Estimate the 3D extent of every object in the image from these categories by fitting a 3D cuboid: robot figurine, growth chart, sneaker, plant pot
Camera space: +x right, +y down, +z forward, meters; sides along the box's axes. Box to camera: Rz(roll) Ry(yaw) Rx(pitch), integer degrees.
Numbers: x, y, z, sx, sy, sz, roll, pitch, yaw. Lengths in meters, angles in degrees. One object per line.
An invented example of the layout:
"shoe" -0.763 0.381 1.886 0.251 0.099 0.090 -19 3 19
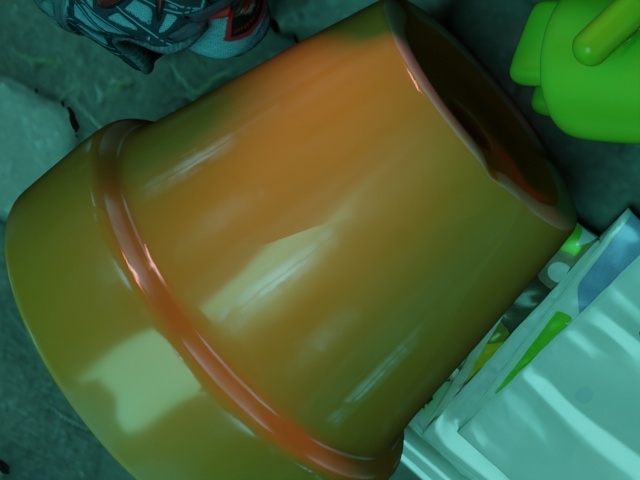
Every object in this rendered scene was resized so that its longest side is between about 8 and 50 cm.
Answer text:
"robot figurine" 0.137 -0.072 0.739 0.115 0.067 0.101 8 154 36
"growth chart" 0.134 0.069 0.834 0.172 0.021 0.237 48 124 3
"sneaker" -0.056 -0.143 0.770 0.125 0.104 0.262 45 161 -10
"plant pot" 0.000 0.000 0.785 0.188 0.205 0.205 -39 89 19
